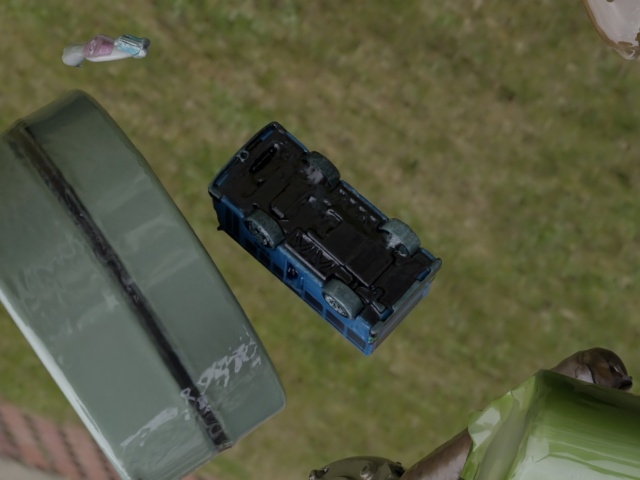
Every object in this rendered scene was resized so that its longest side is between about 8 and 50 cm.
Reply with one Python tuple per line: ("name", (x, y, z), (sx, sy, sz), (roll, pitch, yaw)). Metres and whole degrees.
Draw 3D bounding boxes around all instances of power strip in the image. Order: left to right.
("power strip", (-0.175, 0.053, 1.568), (0.357, 0.161, 0.357), (54, 171, 13))

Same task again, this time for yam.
("yam", (0.130, 0.134, 1.258), (0.046, 0.046, 0.264), (35, 143, -7))

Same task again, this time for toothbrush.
("toothbrush", (-0.130, -0.113, 1.090), (0.022, 0.017, 0.204), (21, 177, -18))

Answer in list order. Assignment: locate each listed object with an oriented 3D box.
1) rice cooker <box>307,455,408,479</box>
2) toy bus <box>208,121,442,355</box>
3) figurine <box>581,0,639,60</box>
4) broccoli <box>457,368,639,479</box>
("rice cooker", (0.048, 0.269, 1.651), (0.127, 0.145, 0.206), (38, 160, -18))
("toy bus", (0.000, 0.000, 1.487), (0.185, 0.090, 0.106), (41, 166, 11))
("figurine", (0.081, -0.177, 0.613), (0.247, 0.177, 0.173), (40, 178, -15))
("broccoli", (0.204, 0.162, 0.632), (0.302, 0.249, 0.375), (-2, 162, -10))
